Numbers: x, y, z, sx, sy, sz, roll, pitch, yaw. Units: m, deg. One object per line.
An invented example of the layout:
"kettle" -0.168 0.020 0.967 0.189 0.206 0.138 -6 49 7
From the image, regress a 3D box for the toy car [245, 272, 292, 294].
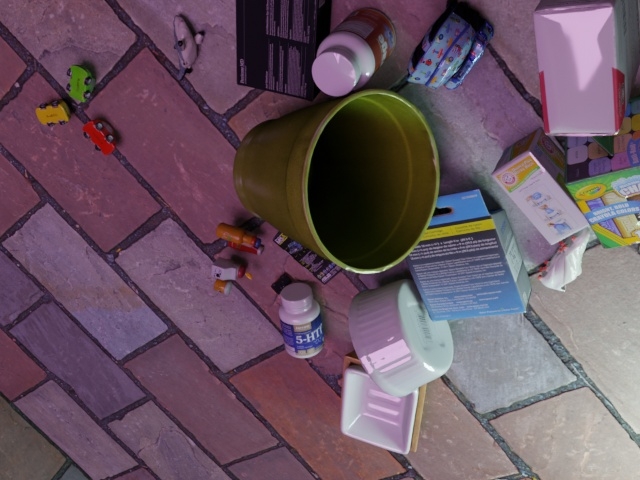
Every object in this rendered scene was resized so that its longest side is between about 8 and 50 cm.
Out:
"toy car" -0.139 0.098 2.208 0.122 0.060 0.040 29 175 -8

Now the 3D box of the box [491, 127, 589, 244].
"box" 0.468 -0.113 1.712 0.203 0.114 0.103 47 131 -11

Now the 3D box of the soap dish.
"soap dish" 0.173 0.434 2.252 0.229 0.118 0.291 15 128 16

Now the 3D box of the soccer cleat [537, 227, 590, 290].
"soccer cleat" 0.554 0.039 1.819 0.076 0.068 0.196 25 138 2

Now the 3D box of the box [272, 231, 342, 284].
"box" 0.000 0.000 2.071 0.184 0.045 0.191 42 132 -4

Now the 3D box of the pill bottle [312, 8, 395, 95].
"pill bottle" 0.065 -0.375 1.652 0.121 0.216 0.121 13 128 17

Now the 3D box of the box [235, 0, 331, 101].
"box" -0.079 -0.448 1.746 0.184 0.103 0.261 14 129 13

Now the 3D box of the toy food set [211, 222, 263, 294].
"toy food set" -0.213 0.047 2.163 0.104 0.111 0.232 19 127 13

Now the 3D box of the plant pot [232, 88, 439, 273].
"plant pot" 0.000 -0.138 1.763 0.353 0.366 0.366 12 132 50

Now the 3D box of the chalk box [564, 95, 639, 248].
"chalk box" 0.569 -0.145 1.538 0.179 0.180 0.289 -12 140 32

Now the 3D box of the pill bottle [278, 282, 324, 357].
"pill bottle" -0.053 0.212 2.205 0.112 0.112 0.186 6 126 22

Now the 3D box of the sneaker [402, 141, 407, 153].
"sneaker" 0.219 -0.186 1.830 0.067 0.064 0.175 -18 120 10

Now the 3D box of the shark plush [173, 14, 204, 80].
"shark plush" -0.315 -0.445 1.917 0.067 0.073 0.161 40 155 20

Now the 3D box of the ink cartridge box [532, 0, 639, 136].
"ink cartridge box" 0.467 -0.346 1.417 0.131 0.306 0.226 0 123 27

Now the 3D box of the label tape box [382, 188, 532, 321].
"label tape box" 0.319 0.017 1.886 0.241 0.106 0.333 -9 118 31

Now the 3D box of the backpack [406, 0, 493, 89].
"backpack" 0.245 -0.365 1.600 0.117 0.173 0.158 35 130 -1

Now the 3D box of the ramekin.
"ramekin" 0.203 0.227 1.992 0.135 0.277 0.277 -29 108 30

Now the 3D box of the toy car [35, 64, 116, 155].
"toy car" -0.612 -0.356 2.106 0.239 0.053 0.225 26 130 6
